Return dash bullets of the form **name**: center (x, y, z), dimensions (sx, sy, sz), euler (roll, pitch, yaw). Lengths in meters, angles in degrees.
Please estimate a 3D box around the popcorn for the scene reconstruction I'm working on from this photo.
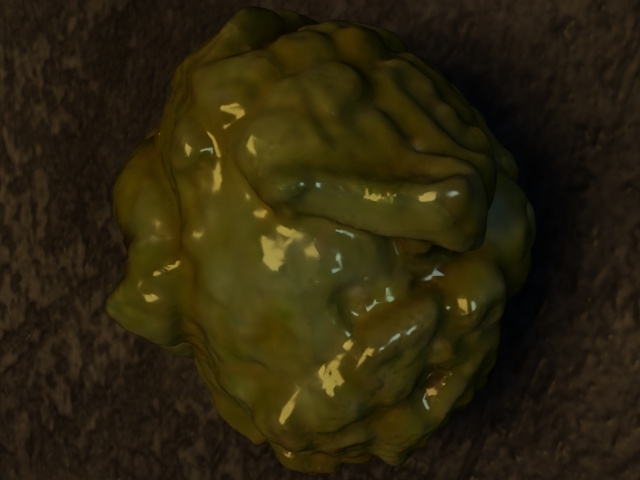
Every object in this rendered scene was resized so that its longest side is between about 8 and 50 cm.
- **popcorn**: center (0.000, 0.000, 0.770), dimensions (0.255, 0.195, 0.256), euler (-1, 110, 47)
